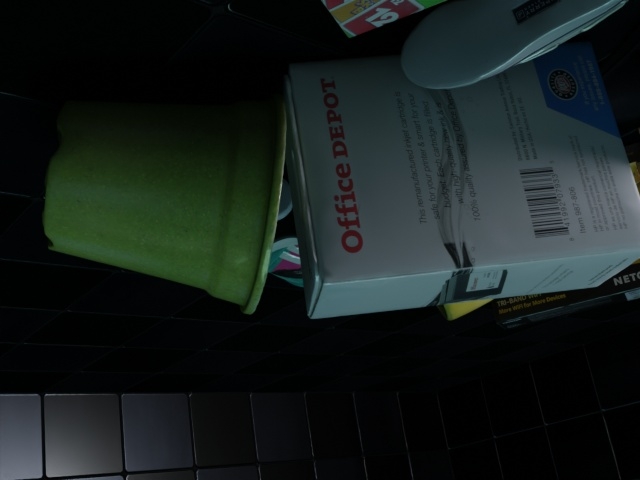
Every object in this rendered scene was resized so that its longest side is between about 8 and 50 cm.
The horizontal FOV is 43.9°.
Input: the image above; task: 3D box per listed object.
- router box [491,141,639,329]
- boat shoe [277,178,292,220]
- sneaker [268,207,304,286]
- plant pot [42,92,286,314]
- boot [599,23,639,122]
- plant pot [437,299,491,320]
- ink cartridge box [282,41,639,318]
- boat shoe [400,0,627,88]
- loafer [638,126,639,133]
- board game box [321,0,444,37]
[{"bbox_3d":[0.429,-0.003,1.358,0.308,0.243,0.081,-18,158,20],"label":"router box"},{"bbox_3d":[-0.189,-0.033,1.212,0.302,0.109,0.094,-7,161,-15],"label":"boat shoe"},{"bbox_3d":[0.000,0.000,1.342,0.295,0.124,0.178,-13,156,31],"label":"sneaker"},{"bbox_3d":[-0.191,-0.061,0.964,0.253,0.276,0.276,7,156,-12],"label":"plant pot"},{"bbox_3d":[0.436,-0.153,1.015,0.094,0.207,0.246,-6,160,-7],"label":"boot"},{"bbox_3d":[0.244,-0.041,1.215,0.239,0.254,0.254,-27,158,1],"label":"plant pot"},{"bbox_3d":[0.160,-0.075,0.991,0.394,0.286,0.166,-6,160,-8],"label":"ink cartridge box"},{"bbox_3d":[0.218,-0.240,0.869,0.267,0.096,0.088,-27,168,29],"label":"boat shoe"},{"bbox_3d":[0.551,-0.157,1.292,0.039,0.045,0.125,-26,151,23],"label":"loafer"},{"bbox_3d":[0.122,-0.286,0.784,0.259,0.039,0.124,-19,158,18],"label":"board game box"}]
